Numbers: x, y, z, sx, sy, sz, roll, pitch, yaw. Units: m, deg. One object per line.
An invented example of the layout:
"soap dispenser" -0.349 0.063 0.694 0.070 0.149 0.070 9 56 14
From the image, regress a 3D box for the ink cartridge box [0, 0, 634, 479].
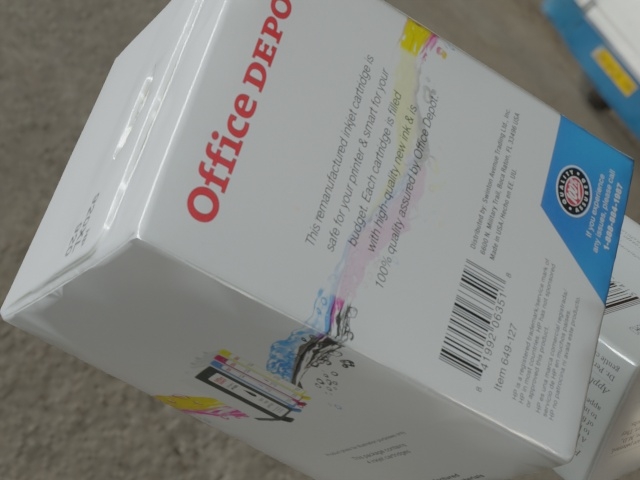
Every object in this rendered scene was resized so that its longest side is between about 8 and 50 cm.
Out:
"ink cartridge box" 0.000 0.000 0.727 0.233 0.168 0.171 30 61 -21

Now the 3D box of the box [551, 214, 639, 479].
"box" 0.202 0.070 1.114 0.182 0.119 0.181 -12 41 -43
